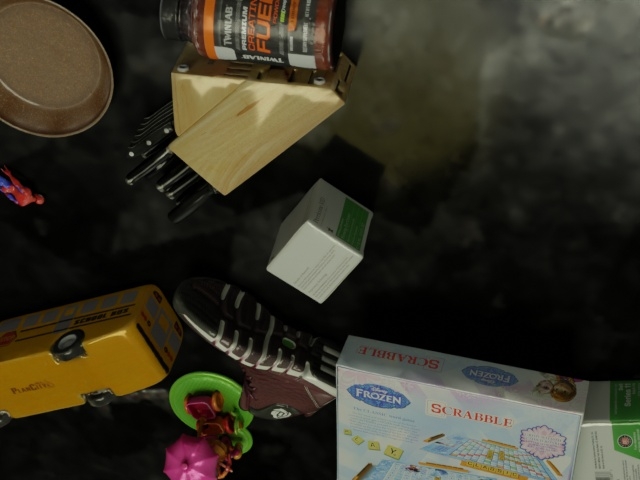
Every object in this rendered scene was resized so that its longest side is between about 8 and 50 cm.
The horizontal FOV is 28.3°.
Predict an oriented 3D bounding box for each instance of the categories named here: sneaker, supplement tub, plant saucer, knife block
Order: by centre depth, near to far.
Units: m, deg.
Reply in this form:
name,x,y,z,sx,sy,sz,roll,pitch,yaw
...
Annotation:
name,x,y,z,sx,sy,sz,roll,pitch,yaw
supplement tub,-0.076,-0.250,1.417,0.198,0.106,0.106,6,128,8
knife block,-0.100,-0.117,1.538,0.276,0.088,0.242,6,129,8
plant saucer,-0.343,-0.218,1.549,0.199,0.036,0.198,6,129,8
sneaker,-0.104,0.172,1.755,0.281,0.106,0.162,31,131,-12

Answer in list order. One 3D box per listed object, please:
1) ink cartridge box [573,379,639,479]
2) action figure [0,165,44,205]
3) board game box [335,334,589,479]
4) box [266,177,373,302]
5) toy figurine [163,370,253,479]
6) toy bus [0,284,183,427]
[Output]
name,x,y,z,sx,sy,sz,roll,pitch,yaw
ink cartridge box,0.345,0.273,1.737,0.208,0.087,0.153,-3,126,15
action figure,-0.421,-0.075,1.683,0.115,0.030,0.038,26,134,-14
board game box,0.180,0.288,1.697,0.319,0.066,0.318,10,130,12
box,0.000,0.000,1.596,0.087,0.101,0.102,32,126,-12
toy figurine,-0.168,0.305,1.836,0.130,0.159,0.173,-9,125,19
toy bus,-0.370,0.165,1.792,0.333,0.130,0.108,-14,124,23
